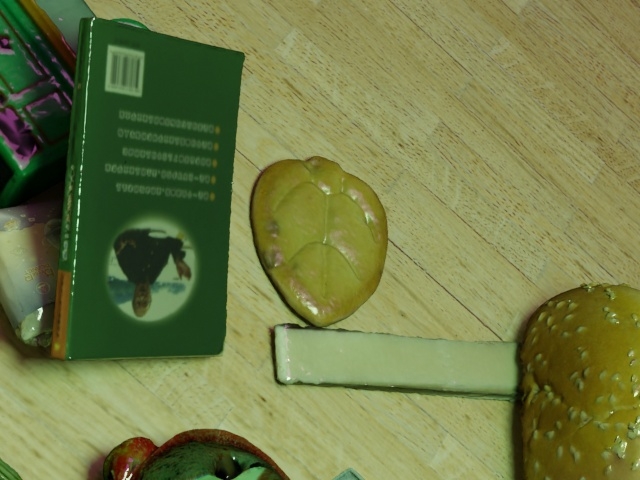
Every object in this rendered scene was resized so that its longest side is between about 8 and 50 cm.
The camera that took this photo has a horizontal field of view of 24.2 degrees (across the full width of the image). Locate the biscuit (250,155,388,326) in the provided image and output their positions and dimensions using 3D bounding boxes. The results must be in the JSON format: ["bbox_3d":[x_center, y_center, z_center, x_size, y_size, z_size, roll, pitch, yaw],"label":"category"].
[{"bbox_3d":[0.003,-0.002,1.959,0.203,0.041,0.260,20,52,-23],"label":"biscuit"}]

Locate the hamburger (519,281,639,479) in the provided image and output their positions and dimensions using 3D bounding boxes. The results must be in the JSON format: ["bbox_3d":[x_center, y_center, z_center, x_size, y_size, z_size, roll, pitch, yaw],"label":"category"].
[{"bbox_3d":[0.429,0.222,1.931,0.268,0.287,0.445,27,47,-27],"label":"hamburger"}]

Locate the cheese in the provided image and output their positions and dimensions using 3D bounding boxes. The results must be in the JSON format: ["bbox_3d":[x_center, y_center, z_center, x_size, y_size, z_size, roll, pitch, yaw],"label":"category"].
[{"bbox_3d":[0.115,0.162,1.942,0.400,0.034,0.085,6,65,-30],"label":"cheese"}]

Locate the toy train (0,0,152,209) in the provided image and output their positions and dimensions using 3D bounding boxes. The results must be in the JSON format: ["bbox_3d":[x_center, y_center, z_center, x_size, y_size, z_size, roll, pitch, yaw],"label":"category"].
[{"bbox_3d":[-0.358,-0.211,1.770,0.249,0.178,0.429,-36,86,-31],"label":"toy train"}]

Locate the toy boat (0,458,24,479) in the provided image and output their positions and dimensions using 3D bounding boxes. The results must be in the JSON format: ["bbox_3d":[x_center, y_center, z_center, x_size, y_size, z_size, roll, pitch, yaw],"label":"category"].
[{"bbox_3d":[-0.339,0.271,1.536,0.293,0.093,0.055,46,31,1],"label":"toy boat"}]

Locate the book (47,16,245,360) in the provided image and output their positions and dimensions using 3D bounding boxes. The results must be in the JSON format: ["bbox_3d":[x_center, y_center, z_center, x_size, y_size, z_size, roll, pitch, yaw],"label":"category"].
[{"bbox_3d":[-0.192,-0.049,1.695,0.260,0.043,0.370,6,89,-53],"label":"book"}]

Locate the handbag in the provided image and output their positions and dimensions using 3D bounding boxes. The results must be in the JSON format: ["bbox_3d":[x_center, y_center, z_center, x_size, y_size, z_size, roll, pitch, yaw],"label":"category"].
[{"bbox_3d":[-0.317,0.043,1.693,0.117,0.095,0.173,-11,62,-32],"label":"handbag"}]

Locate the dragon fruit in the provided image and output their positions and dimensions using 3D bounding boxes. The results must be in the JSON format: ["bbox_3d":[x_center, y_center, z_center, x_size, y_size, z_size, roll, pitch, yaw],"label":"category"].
[{"bbox_3d":[-0.125,0.327,1.624,0.295,0.130,0.268,-16,78,-39],"label":"dragon fruit"}]

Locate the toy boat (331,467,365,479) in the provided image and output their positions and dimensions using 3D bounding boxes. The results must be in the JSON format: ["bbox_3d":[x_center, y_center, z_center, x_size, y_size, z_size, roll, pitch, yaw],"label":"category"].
[{"bbox_3d":[0.009,0.386,1.531,0.092,0.141,0.319,54,40,-53],"label":"toy boat"}]
